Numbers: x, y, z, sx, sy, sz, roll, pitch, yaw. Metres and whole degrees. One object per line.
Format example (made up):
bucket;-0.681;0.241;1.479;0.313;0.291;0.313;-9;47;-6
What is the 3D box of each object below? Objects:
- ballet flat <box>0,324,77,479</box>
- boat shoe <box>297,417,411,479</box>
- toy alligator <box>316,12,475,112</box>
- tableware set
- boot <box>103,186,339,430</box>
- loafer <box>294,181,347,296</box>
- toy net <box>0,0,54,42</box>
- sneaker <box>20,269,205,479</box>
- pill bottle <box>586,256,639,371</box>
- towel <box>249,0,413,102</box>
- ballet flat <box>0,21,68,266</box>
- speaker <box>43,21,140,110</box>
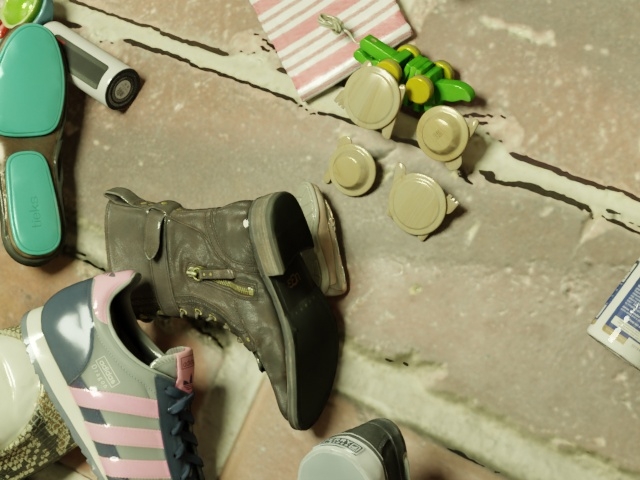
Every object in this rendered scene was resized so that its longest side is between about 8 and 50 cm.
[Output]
ballet flat;-0.423;0.208;1.118;0.483;0.182;0.164;-27;68;14
boat shoe;0.039;0.310;0.942;0.113;0.105;0.306;3;103;36
toy alligator;0.072;-0.175;1.082;0.190;0.056;0.051;30;132;18
tableware set;0.076;-0.091;1.055;0.169;0.020;0.141;31;113;21
boot;-0.110;0.065;1.060;0.229;0.091;0.263;-5;100;29
loafer;0.000;0.000;1.083;0.045;0.039;0.125;-32;59;48
toy net;-0.409;-0.224;1.285;0.122;0.045;0.232;39;99;38
sneaker;-0.162;0.177;1.023;0.131;0.112;0.319;-32;91;7
pill bottle;0.298;0.053;0.928;0.067;0.067;0.120;37;93;25
towel;0.002;-0.265;1.151;0.144;0.029;0.197;-30;71;13
ballet flat;-0.345;-0.107;1.205;0.095;0.096;0.280;2;83;-23
speaker;-0.279;-0.208;1.233;0.136;0.055;0.055;34;91;26
